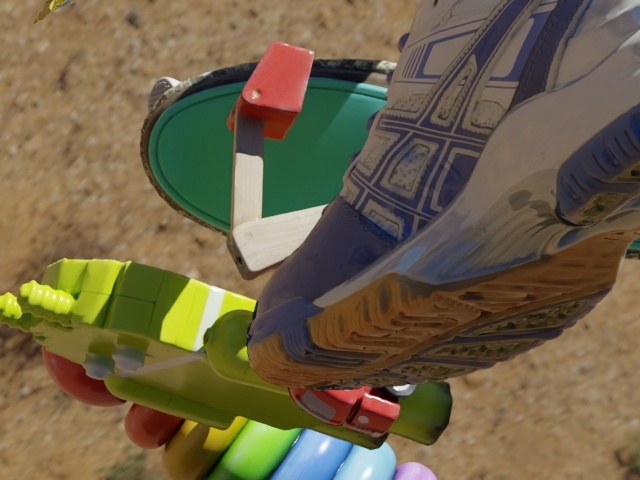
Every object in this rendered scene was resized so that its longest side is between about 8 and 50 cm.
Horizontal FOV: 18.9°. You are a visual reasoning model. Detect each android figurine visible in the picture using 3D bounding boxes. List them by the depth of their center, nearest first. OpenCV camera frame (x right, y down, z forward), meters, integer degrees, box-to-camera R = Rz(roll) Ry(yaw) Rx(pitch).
[{"bbox_3d":[-0.064,0.073,1.180,0.273,0.248,0.056,19,76,-21],"label":"android figurine"}]

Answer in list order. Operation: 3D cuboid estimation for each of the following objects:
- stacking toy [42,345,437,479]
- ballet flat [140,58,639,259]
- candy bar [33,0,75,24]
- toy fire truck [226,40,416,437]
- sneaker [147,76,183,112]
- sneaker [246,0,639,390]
[{"bbox_3d":[-0.052,0.143,1.359,0.330,0.141,0.141,38,56,-1],"label":"stacking toy"},{"bbox_3d":[0.114,-0.063,1.470,0.182,0.483,0.164,-58,149,-70],"label":"ballet flat"},{"bbox_3d":[-0.149,-0.212,1.426,0.161,0.040,0.018,-41,97,-24],"label":"candy bar"},{"bbox_3d":[0.000,0.000,1.053,0.135,0.047,0.192,19,69,-8],"label":"toy fire truck"},{"bbox_3d":[-0.089,-0.078,1.559,0.070,0.051,0.134,20,30,-37],"label":"sneaker"},{"bbox_3d":[0.070,-0.038,0.763,0.112,0.296,0.131,5,60,-41],"label":"sneaker"}]
